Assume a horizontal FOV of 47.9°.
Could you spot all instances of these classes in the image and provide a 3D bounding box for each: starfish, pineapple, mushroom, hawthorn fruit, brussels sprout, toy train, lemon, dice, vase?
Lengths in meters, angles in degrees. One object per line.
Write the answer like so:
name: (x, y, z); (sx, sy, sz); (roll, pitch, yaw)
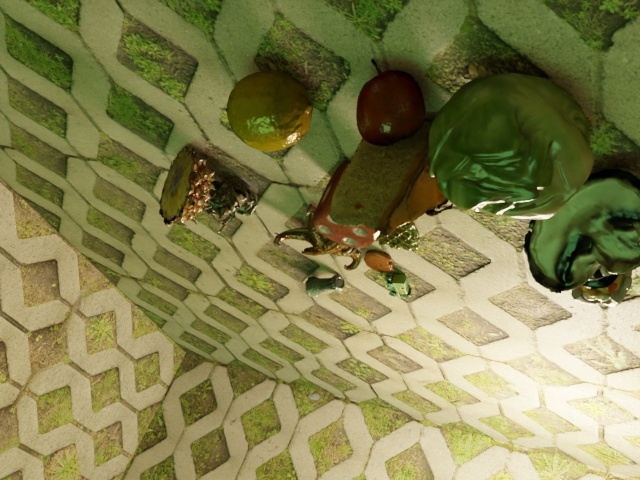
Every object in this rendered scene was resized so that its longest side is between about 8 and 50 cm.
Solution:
starfish: (-0.003, 0.001, 2.315); (0.304, 0.113, 0.312); (13, 155, 20)
pineapple: (-0.330, -0.135, 2.257); (0.272, 0.262, 0.263); (16, 161, -32)
mushroom: (0.620, -0.026, 1.619); (0.247, 0.130, 0.344); (42, 131, 15)
hawthorn fruit: (0.146, -0.305, 1.571); (0.157, 0.193, 0.157); (-15, 175, -1)
brussels sprout: (0.378, -0.183, 1.478); (0.328, 0.247, 0.328); (20, 146, 14)
toy train: (0.262, 0.153, 2.442); (0.081, 0.050, 0.122); (0, 147, 22)
lemon: (-0.124, -0.310, 1.731); (0.231, 0.192, 0.192); (3, 147, 25)
dice: (0.092, -0.093, 1.974); (0.179, 0.174, 0.174); (29, 153, -7)
vase: (0.021, 0.162, 2.632); (0.149, 0.081, 0.081); (-12, 137, 47)

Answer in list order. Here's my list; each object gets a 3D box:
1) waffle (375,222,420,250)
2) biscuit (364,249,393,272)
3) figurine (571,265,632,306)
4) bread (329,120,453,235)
waffle: (0.214, -0.029, 2.150); (0.169, 0.036, 0.183); (8, 150, 27)
biscuit: (0.192, 0.072, 2.378); (0.102, 0.019, 0.130); (18, 154, 15)
figurine: (0.703, 0.070, 1.817); (0.176, 0.133, 0.236); (5, 145, 38)
bread: (0.197, -0.112, 1.693); (0.249, 0.315, 0.279); (16, 165, 37)
